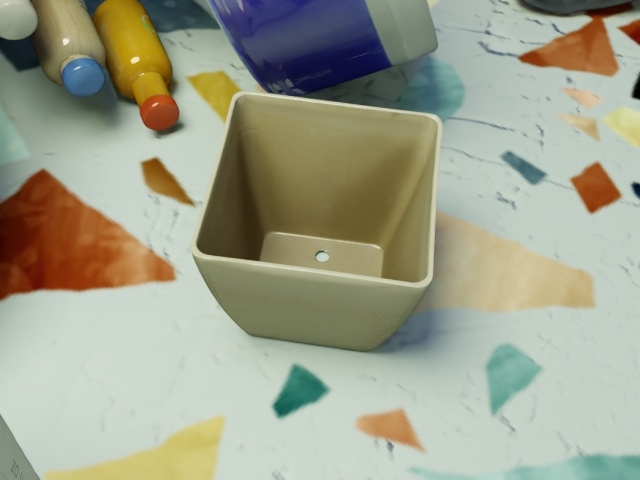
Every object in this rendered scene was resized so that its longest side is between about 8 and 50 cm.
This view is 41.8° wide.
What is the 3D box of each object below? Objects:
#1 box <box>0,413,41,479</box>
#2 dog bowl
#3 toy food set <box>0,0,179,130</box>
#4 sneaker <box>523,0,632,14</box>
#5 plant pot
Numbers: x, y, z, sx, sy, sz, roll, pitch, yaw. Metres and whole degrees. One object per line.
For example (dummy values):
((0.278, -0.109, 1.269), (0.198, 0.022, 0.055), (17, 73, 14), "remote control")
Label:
((-0.208, 0.111, 0.290), (0.182, 0.181, 0.119), (5, 54, 0), "box")
((-0.020, -0.222, 0.490), (0.104, 0.265, 0.264), (-17, 53, 10), "dog bowl")
((-0.138, -0.167, 0.467), (0.111, 0.232, 0.104), (-16, 56, -19), "toy food set")
((0.149, -0.288, 0.643), (0.321, 0.124, 0.180), (24, 55, 14), "sneaker")
((0.000, 0.000, 0.437), (0.109, 0.096, 0.109), (8, 52, 3), "plant pot")
